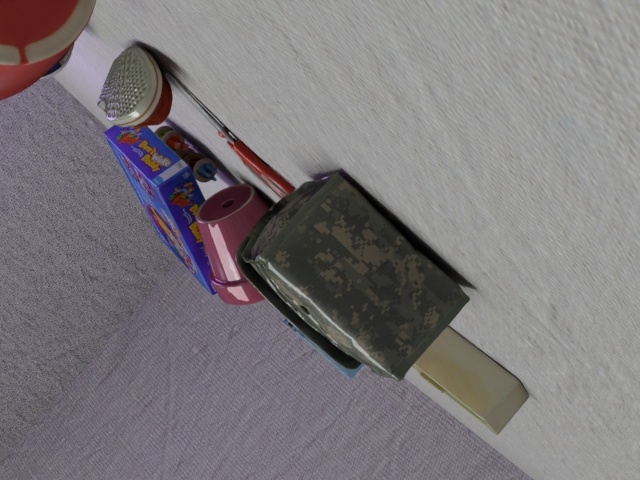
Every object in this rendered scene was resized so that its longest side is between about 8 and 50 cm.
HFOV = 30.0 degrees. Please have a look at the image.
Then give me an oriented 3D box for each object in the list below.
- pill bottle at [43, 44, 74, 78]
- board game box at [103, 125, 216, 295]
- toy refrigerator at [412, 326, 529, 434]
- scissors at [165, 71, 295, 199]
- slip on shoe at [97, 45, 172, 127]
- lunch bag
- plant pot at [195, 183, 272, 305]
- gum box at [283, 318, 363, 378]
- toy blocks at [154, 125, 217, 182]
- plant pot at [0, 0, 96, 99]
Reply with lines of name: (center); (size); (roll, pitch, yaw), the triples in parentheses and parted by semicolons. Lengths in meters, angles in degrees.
pill bottle: (-0.493, -0.355, 1.996); (0.153, 0.153, 0.265); (41, 175, -2)
board game box: (-0.305, -0.072, 2.480); (0.233, 0.078, 0.347); (43, 163, 39)
toy refrigerator: (0.202, 0.199, 1.959); (0.269, 0.094, 0.102); (38, 174, 29)
scissors: (-0.145, -0.158, 1.872); (0.297, 0.021, 0.109); (42, 174, -18)
slip on shoe: (-0.270, -0.223, 1.813); (0.101, 0.123, 0.331); (20, -179, -17)
lunch bag: (0.024, 0.047, 1.542); (0.235, 0.169, 0.287); (43, 172, -8)
plant pot: (-0.148, -0.003, 2.327); (0.201, 0.201, 0.180); (32, 154, 59)
gum box: (0.044, 0.171, 2.488); (0.184, 0.157, 0.041); (42, 174, -11)
toy blocks: (-0.271, -0.173, 2.445); (0.123, 0.054, 0.148); (46, 171, -34)
plant pot: (-0.378, -0.288, 1.337); (0.275, 0.275, 0.243); (43, 164, -25)
